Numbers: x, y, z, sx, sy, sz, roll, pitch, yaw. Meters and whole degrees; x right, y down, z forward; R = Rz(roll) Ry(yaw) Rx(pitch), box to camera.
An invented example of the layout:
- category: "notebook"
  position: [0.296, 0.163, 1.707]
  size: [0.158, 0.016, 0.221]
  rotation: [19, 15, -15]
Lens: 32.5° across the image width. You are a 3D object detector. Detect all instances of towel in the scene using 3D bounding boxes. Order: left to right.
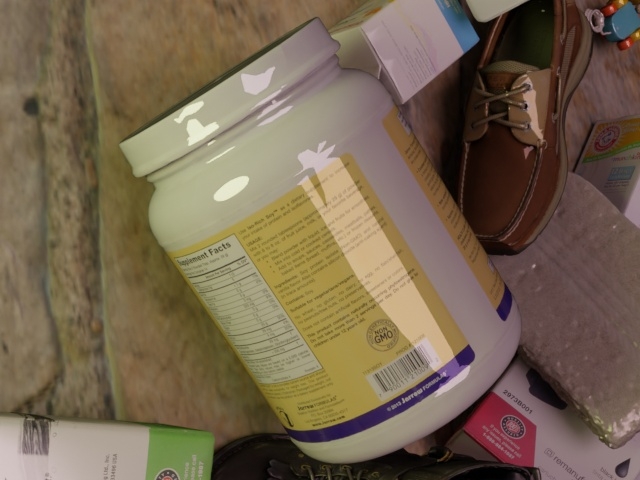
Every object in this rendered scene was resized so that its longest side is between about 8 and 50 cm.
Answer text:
- category: "towel"
  position: [0.276, 0.062, 1.150]
  size: [0.187, 0.049, 0.282]
  rotation: [-37, 65, -6]

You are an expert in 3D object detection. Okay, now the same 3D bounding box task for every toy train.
- category: "toy train"
  position: [0.351, -0.312, 1.341]
  size: [0.125, 0.046, 0.166]
  rotation: [21, 73, -30]

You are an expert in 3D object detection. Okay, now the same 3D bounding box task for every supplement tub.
- category: "supplement tub"
  position: [0.000, 0.000, 0.964]
  size: [0.241, 0.241, 0.331]
  rotation: [-39, 103, -29]

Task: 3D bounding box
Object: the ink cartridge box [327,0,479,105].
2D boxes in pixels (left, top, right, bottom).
- category: "ink cartridge box"
  position: [0.070, -0.197, 1.117]
  size: [0.143, 0.092, 0.090]
  rotation: [-41, 109, -29]

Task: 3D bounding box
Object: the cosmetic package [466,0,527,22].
- category: "cosmetic package"
  position: [0.132, -0.471, 1.079]
  size: [0.453, 0.161, 0.230]
  rotation: [58, 27, -17]

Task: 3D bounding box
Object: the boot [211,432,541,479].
- category: "boot"
  position: [0.037, 0.222, 0.991]
  size: [0.263, 0.229, 0.091]
  rotation: [-8, 92, -34]

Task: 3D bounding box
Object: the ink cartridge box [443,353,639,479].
- category: "ink cartridge box"
  position: [0.273, 0.186, 1.186]
  size: [0.172, 0.100, 0.237]
  rotation: [39, 63, 11]

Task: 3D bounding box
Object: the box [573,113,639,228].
- category: "box"
  position: [0.360, -0.039, 1.288]
  size: [0.103, 0.114, 0.203]
  rotation: [35, 71, -26]

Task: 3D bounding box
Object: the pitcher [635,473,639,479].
- category: "pitcher"
  position: [0.404, 0.279, 1.278]
  size: [0.178, 0.125, 0.207]
  rotation: [15, 71, 7]

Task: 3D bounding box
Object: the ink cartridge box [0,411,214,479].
- category: "ink cartridge box"
  position: [-0.237, 0.238, 0.876]
  size: [0.273, 0.115, 0.198]
  rotation: [11, 81, -33]

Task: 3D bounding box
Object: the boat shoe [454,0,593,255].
- category: "boat shoe"
  position: [0.202, -0.145, 1.172]
  size: [0.120, 0.122, 0.324]
  rotation: [48, 52, -51]
